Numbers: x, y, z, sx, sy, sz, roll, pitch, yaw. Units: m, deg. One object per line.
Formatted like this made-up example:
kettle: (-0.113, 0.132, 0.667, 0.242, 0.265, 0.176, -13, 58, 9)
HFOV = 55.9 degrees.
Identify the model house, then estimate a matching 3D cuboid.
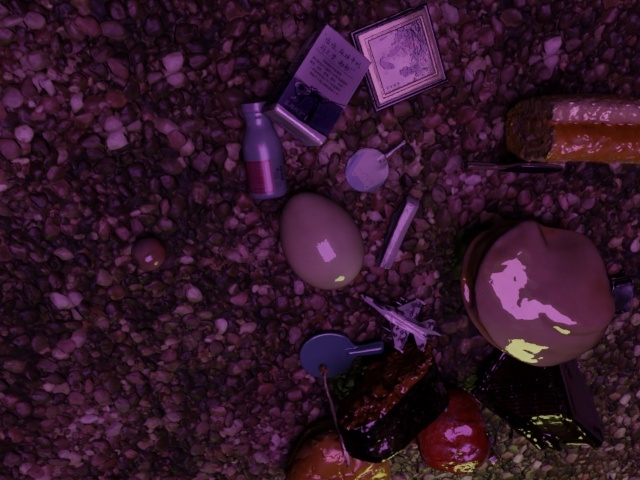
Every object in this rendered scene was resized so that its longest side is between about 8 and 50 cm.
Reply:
model house: (0.628, 0.459, 1.788, 0.283, 0.297, 0.317, -23, 135, 33)

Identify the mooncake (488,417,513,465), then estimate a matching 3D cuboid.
mooncake: (0.522, 0.612, 1.804, 0.057, 0.347, 0.150, -37, 76, -13)

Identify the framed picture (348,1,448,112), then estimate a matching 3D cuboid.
framed picture: (0.185, -0.418, 1.390, 0.195, 0.010, 0.199, -23, 116, -1)

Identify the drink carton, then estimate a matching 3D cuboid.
drink carton: (-0.008, -0.332, 1.302, 0.134, 0.102, 0.222, 34, 83, -21)

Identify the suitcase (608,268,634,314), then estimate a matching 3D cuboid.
suitcase: (0.864, 0.155, 1.763, 0.086, 0.059, 0.126, -9, 117, -7)

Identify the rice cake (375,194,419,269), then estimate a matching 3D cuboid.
rice cake: (0.199, -0.020, 1.555, 0.047, 0.036, 0.206, 10, 111, -29)

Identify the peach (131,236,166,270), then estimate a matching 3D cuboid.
peach: (-0.404, 0.031, 1.422, 0.083, 0.083, 0.083, -5, 114, -10)

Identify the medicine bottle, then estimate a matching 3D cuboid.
medicine bottle: (-0.132, -0.207, 1.370, 0.091, 0.090, 0.216, -9, 108, -8)

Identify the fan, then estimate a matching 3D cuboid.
fan: (0.139, -0.191, 1.482, 0.175, 0.005, 0.113, -38, 115, 7)

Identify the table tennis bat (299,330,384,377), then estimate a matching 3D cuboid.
table tennis bat: (0.059, 0.309, 1.670, 0.237, 0.038, 0.149, -8, 114, -4)

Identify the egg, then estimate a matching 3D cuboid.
egg: (0.000, 0.000, 1.434, 0.189, 0.188, 0.253, -29, 111, 1)

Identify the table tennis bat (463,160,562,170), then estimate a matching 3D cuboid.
table tennis bat: (0.475, -0.179, 1.492, 0.247, 0.138, 0.022, 2, 90, -9)

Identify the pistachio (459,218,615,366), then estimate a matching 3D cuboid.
pistachio: (0.564, 0.131, 1.561, 0.445, 0.281, 0.365, 41, 85, -16)

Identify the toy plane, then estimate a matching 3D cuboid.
toy plane: (0.209, 0.211, 1.629, 0.234, 0.082, 0.160, 27, 68, 7)

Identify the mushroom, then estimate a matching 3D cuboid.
mushroom: (0.041, 0.482, 1.652, 0.026, 0.028, 0.286, -15, 88, 13)

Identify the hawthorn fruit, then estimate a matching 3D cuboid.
hawthorn fruit: (0.343, 0.555, 1.735, 0.272, 0.242, 0.241, -10, 115, 2)

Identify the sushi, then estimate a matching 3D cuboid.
sushi: (0.176, 0.428, 1.633, 0.349, 0.234, 0.207, -35, 114, -32)

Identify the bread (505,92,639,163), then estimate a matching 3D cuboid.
bread: (0.657, -0.264, 1.438, 0.376, 0.236, 0.165, 0, 100, -9)

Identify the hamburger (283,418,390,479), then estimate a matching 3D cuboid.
hamburger: (0.053, 0.669, 1.758, 0.319, 0.158, 0.318, -3, 114, -6)
